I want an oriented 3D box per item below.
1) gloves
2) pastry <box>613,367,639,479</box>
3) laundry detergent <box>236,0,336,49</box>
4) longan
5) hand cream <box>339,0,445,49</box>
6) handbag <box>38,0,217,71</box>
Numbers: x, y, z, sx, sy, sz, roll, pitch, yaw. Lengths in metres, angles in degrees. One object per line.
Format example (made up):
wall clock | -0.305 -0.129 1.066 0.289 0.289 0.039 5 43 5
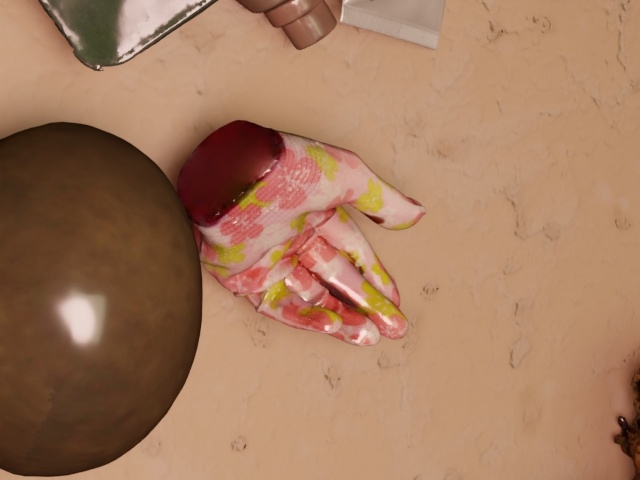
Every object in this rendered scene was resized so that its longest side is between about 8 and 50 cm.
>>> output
gloves | -0.010 -0.002 1.221 0.241 0.126 0.145 47 62 -53
pastry | 0.373 0.215 1.362 0.193 0.275 0.275 -46 112 -33
laundry detergent | -0.036 -0.284 1.213 0.171 0.076 0.237 -43 111 -19
longan | -0.183 0.038 1.069 0.215 0.246 0.246 30 77 -13
hand cream | 0.076 -0.292 1.277 0.133 0.083 0.248 4 95 -47
handbag | -0.129 -0.288 1.096 0.260 0.079 0.247 -31 108 8
